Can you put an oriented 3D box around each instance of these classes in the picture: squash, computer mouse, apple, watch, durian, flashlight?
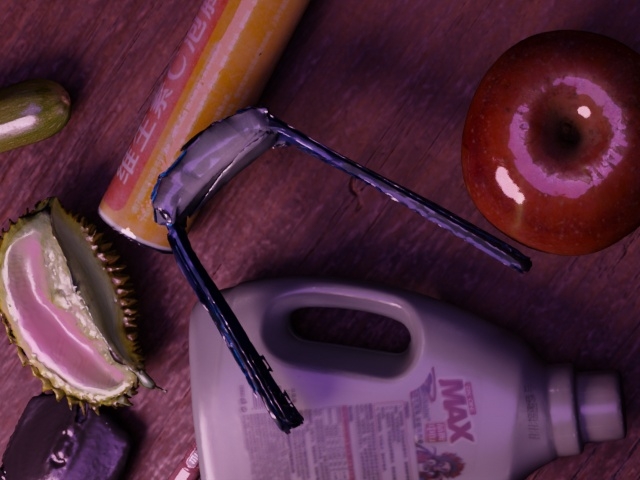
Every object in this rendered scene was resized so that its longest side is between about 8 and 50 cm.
[{"bbox_3d":[-0.352,-0.108,1.807,0.229,0.066,0.066,-18,92,14],"label":"squash"},{"bbox_3d":[-0.271,0.258,1.825,0.122,0.073,0.217,24,98,8],"label":"computer mouse"},{"bbox_3d":[0.223,-0.086,1.629,0.201,0.162,0.201,0,87,6],"label":"apple"},{"bbox_3d":[0.006,-0.011,1.644,0.276,0.068,0.274,-34,77,-1],"label":"watch"},{"bbox_3d":[-0.238,0.068,1.787,0.137,0.095,0.220,-26,90,31],"label":"durian"},{"bbox_3d":[-0.135,0.234,1.810,0.052,0.031,0.110,36,103,8],"label":"flashlight"}]

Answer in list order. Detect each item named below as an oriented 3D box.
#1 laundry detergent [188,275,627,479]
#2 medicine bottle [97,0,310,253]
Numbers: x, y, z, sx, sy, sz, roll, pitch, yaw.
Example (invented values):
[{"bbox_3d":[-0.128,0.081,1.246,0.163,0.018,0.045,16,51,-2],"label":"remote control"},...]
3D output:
[{"bbox_3d":[0.084,0.153,1.704,0.398,0.125,0.264,-6,93,13],"label":"laundry detergent"},{"bbox_3d":[-0.078,-0.189,1.712,0.108,0.108,0.426,30,103,9],"label":"medicine bottle"}]
